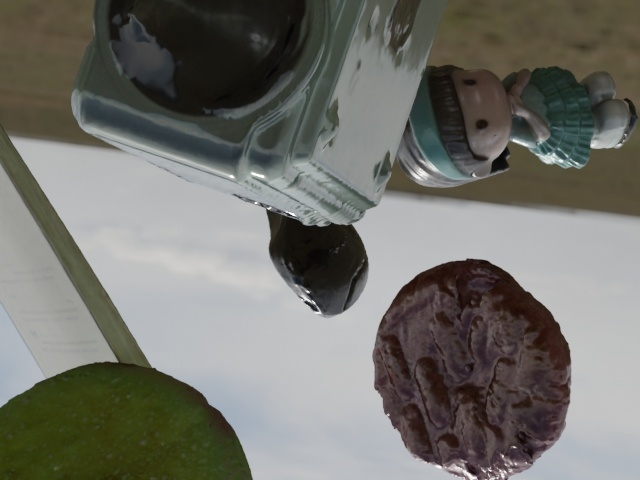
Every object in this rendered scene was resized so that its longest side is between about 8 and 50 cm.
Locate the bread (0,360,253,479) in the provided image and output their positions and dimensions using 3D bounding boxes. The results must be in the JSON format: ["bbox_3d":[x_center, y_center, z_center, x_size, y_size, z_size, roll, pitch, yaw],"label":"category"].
[{"bbox_3d":[-0.186,0.224,1.394,0.301,0.301,0.045,9,154,27],"label":"bread"}]

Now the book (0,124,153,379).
[{"bbox_3d":[-0.239,0.021,1.552,0.025,0.283,0.215,-36,-164,-25],"label":"book"}]

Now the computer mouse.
[{"bbox_3d":[0.000,0.000,1.986,0.122,0.073,0.217,46,-167,-19],"label":"computer mouse"}]

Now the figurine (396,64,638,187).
[{"bbox_3d":[0.173,-0.122,1.825,0.245,0.138,0.110,-5,144,-23],"label":"figurine"}]

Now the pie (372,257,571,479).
[{"bbox_3d":[0.097,0.084,1.231,0.154,0.154,0.036,10,-171,38],"label":"pie"}]

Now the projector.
[{"bbox_3d":[0.006,-0.140,0.767,0.099,0.257,0.192,19,178,13],"label":"projector"}]
